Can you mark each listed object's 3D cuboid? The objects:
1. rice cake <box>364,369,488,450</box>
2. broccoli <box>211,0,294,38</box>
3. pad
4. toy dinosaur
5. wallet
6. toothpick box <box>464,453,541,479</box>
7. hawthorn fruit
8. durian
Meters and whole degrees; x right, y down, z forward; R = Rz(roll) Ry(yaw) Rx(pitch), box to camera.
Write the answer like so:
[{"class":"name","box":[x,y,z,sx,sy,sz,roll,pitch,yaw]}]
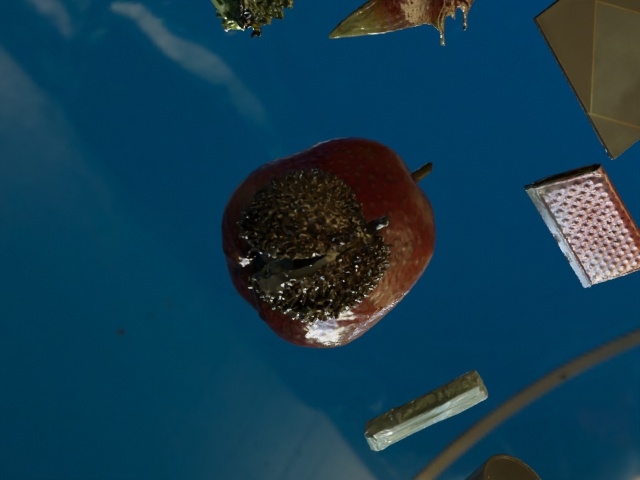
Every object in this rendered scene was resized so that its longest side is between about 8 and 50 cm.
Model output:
[{"class":"rice cake","box":[0.177,0.286,2.153,0.085,0.226,0.040,72,171,-60]},{"class":"broccoli","box":[-0.105,-0.438,1.844,0.180,0.273,0.242,-26,-53,-11]},{"class":"pad","box":[0.328,-0.210,1.215,0.243,0.004,0.164,-38,-72,-12]},{"class":"toy dinosaur","box":[0.169,-0.408,2.029,0.206,0.113,0.327,38,-92,-40]},{"class":"wallet","box":[0.348,-0.018,1.636,0.196,0.103,0.020,51,-147,-35]},{"class":"toothpick box","box":[0.205,0.371,1.668,0.111,0.181,0.111,23,-141,-20]},{"class":"hawthorn fruit","box":[0.034,-0.022,1.855,0.369,0.284,0.285,-39,-59,-25]},{"class":"durian","box":[0.000,0.000,1.538,0.196,0.196,0.167,68,-150,-25]}]
